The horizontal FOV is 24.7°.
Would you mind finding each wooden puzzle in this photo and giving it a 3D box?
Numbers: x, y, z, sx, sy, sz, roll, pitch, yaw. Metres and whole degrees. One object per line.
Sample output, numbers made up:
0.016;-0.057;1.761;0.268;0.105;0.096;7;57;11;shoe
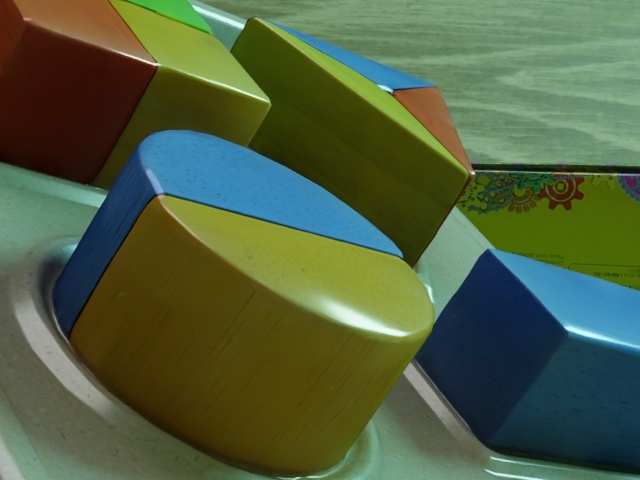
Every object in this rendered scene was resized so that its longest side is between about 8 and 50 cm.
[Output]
0.000;0.000;0.481;0.322;0.080;0.348;16;30;-42;wooden puzzle

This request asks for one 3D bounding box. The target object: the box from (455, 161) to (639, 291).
0.145;0.040;0.873;0.290;0.177;0.279;3;4;20;box
